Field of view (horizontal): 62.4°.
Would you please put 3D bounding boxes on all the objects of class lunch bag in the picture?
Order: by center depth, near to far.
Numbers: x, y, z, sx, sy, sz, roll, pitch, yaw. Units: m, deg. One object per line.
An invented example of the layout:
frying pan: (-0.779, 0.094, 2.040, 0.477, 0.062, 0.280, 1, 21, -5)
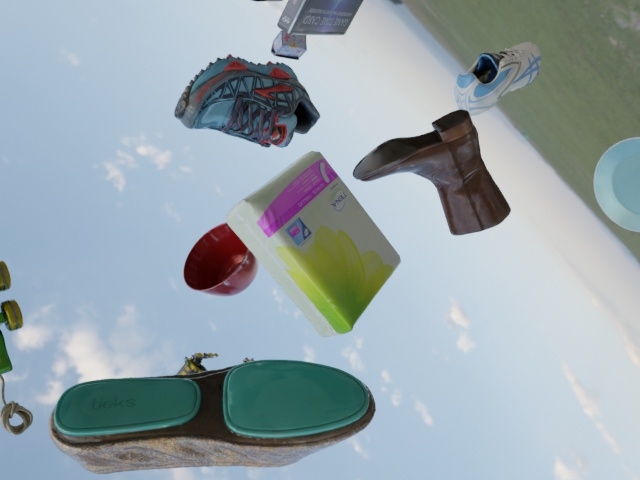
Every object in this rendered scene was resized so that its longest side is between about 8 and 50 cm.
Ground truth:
lunch bag: (-0.079, -0.481, 1.317, 0.071, 0.083, 0.053, 0, -93, -25)

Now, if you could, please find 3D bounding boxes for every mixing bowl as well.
mixing bowl: (-0.207, 0.058, 1.194, 0.098, 0.181, 0.181, 49, -164, -42)

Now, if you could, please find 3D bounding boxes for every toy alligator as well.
toy alligator: (-0.303, 0.082, 0.477, 0.056, 0.051, 0.190, -17, -88, -41)

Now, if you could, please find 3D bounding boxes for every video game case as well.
video game case: (0.058, -0.380, 0.645, 0.026, 0.274, 0.196, 38, -150, 6)

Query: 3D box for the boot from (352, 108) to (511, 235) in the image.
boot: (0.096, -0.039, 0.446, 0.114, 0.106, 0.037, 56, -160, -35)

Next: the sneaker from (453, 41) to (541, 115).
sneaker: (0.324, -0.307, 0.944, 0.085, 0.237, 0.086, 25, 143, 39)

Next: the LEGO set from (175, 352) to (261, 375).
LEGO set: (-0.182, 0.356, 1.328, 0.255, 0.192, 0.331, 34, 173, 42)

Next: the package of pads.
package of pads: (0.000, 0.000, 0.994, 0.296, 0.101, 0.229, 52, -133, -7)

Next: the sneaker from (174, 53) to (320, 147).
sneaker: (-0.088, -0.193, 0.771, 0.125, 0.104, 0.262, 50, -141, 10)

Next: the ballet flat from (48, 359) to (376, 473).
ballet flat: (-0.104, 0.187, 0.544, 0.316, 0.106, 0.107, 1, -143, -2)

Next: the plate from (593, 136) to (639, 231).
plate: (0.626, -0.109, 1.029, 0.024, 0.188, 0.188, -16, -120, -29)
